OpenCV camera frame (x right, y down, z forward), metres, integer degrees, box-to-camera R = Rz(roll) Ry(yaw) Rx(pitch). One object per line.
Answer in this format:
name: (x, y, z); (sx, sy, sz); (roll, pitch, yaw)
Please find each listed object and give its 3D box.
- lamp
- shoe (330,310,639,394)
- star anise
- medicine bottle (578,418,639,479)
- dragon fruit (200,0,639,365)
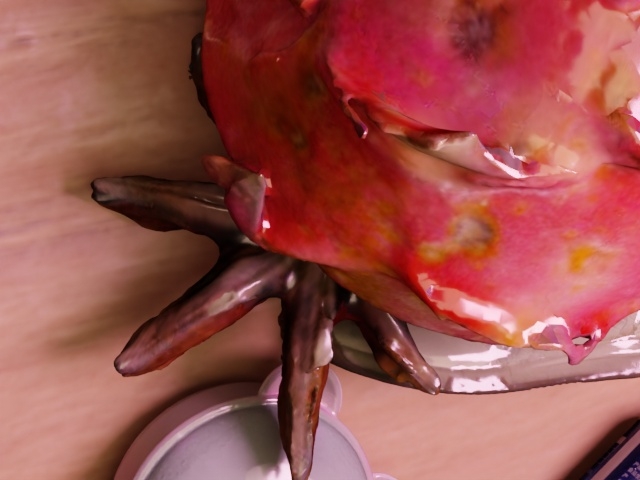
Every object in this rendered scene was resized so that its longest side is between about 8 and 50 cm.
lamp: (-0.066, 0.196, 0.758); (0.246, 0.108, 0.179); (-33, 110, -7)
shoe: (0.129, 0.045, 0.788); (0.275, 0.103, 0.098); (-4, 91, -20)
star anise: (0.000, 0.001, 0.705); (0.288, 0.088, 0.288); (1, 77, -4)
medicine bottle: (0.248, 0.198, 0.869); (0.191, 0.107, 0.107); (-45, 115, -2)
dragon fruit: (0.129, -0.133, 0.603); (0.386, 0.249, 0.371); (-38, 92, -25)
